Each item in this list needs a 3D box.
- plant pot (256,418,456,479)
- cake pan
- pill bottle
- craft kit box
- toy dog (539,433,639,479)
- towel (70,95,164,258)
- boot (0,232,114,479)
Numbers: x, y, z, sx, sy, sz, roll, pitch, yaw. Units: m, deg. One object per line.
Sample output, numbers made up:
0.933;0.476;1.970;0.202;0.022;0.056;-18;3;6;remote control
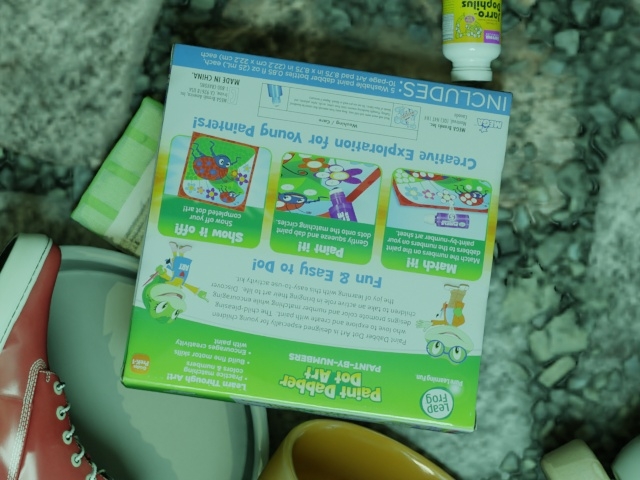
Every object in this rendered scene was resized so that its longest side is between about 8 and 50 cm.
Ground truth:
0.013;0.261;1.173;0.205;0.205;0.188;35;108;2;plant pot
-0.182;0.149;1.239;0.293;0.054;0.293;0;91;3;cake pan
0.110;-0.157;1.224;0.043;0.043;0.083;0;91;3;pill bottle
0.000;0.000;1.193;0.250;0.061;0.246;9;77;-3;craft kit box
0.294;0.254;1.163;0.334;0.161;0.220;43;93;2;toy dog
-0.095;-0.022;1.251;0.152;0.023;0.113;34;90;4;towel
-0.181;0.128;1.180;0.176;0.088;0.244;19;84;-13;boot
